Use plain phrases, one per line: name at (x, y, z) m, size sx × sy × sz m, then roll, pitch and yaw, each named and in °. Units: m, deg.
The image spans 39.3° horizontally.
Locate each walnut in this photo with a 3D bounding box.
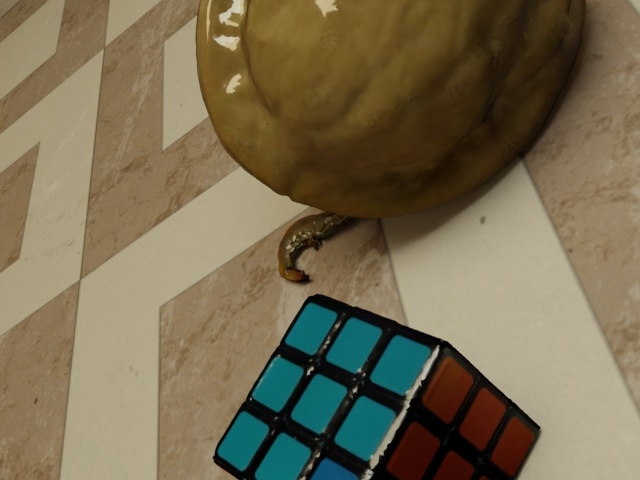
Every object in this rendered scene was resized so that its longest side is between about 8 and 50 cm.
walnut at (0.071, -0.224, 0.900) m, size 0.384 × 0.383 × 0.383 m, roll -27°, pitch 42°, yaw 27°

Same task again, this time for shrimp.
shrimp at (0.000, 0.000, 1.004) m, size 0.127 × 0.025 × 0.091 m, roll -28°, pitch 41°, yaw 32°

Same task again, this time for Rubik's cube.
Rubik's cube at (0.045, 0.160, 0.706) m, size 0.162 × 0.163 × 0.160 m, roll 17°, pitch 71°, yaw 47°
